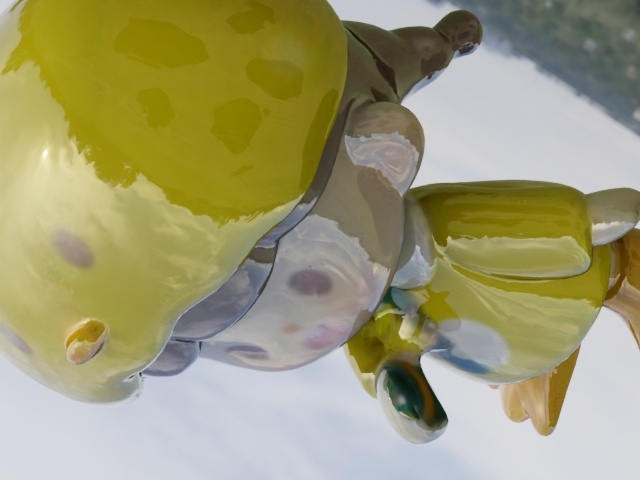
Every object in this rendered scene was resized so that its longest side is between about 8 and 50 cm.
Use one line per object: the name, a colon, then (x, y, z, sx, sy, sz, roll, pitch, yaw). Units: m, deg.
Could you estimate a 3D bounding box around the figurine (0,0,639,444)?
figurine: (0.000, 0.000, 0.697, 0.343, 0.215, 0.187, 20, -141, -30)
